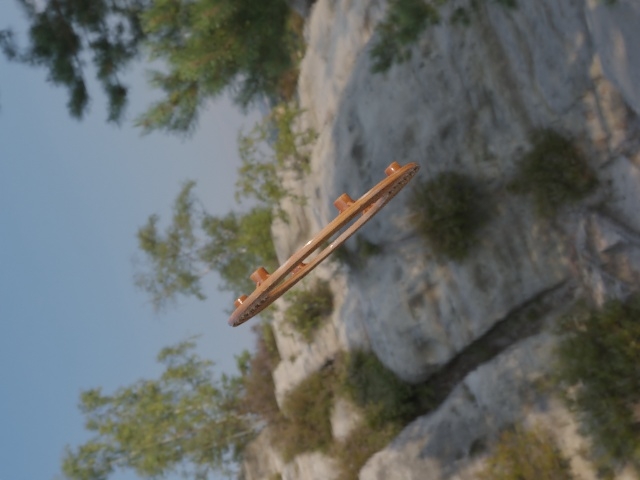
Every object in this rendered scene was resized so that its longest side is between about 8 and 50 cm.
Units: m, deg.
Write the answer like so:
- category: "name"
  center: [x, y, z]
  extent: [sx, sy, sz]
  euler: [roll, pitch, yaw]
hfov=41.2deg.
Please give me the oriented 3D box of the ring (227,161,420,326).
- category: "ring"
  center: [0.000, 0.000, 1.161]
  extent: [0.032, 0.337, 0.336]
  euler: [49, 177, 5]
